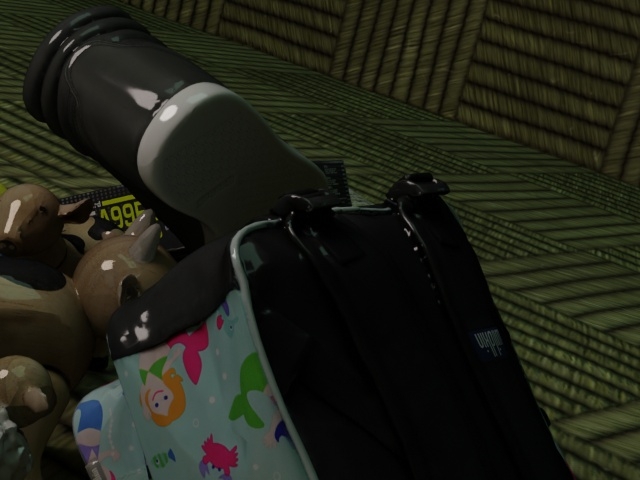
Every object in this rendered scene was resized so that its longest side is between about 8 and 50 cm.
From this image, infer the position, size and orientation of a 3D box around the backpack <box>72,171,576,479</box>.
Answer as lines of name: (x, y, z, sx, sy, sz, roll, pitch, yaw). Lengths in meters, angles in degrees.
backpack: (0.020, 0.123, 0.683, 0.225, 0.191, 0.253, -9, 66, -54)

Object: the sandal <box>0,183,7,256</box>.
sandal: (-0.295, 0.000, 0.948, 0.126, 0.138, 0.317, 10, -10, 26)

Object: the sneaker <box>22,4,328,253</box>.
sneaker: (-0.091, -0.060, 0.936, 0.147, 0.104, 0.296, 39, -6, 22)

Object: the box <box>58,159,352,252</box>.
box: (-0.118, -0.018, 1.195, 0.216, 0.060, 0.270, -12, -1, 22)

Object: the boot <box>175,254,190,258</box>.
boot: (-0.162, -0.013, 1.419, 0.106, 0.037, 0.114, 16, 18, 14)

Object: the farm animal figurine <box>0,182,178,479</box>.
farm animal figurine: (-0.166, 0.050, 0.863, 0.327, 0.172, 0.330, 4, 17, -36)

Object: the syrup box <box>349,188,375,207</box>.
syrup box: (0.000, 0.000, 1.394, 0.093, 0.096, 0.237, 6, 15, -33)
